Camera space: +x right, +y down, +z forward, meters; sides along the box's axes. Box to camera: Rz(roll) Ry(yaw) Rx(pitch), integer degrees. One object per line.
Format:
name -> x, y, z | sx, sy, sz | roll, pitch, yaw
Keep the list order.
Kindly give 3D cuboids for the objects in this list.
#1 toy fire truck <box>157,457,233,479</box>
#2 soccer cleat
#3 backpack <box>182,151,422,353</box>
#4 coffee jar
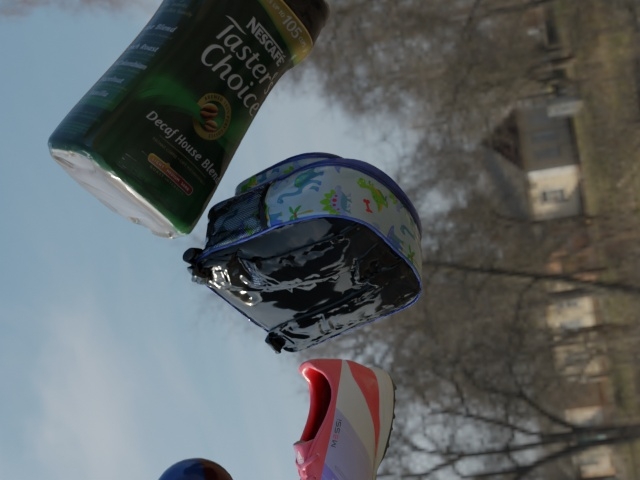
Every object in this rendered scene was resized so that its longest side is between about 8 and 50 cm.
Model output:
toy fire truck -> -0.050, 0.250, 0.572 | 0.302, 0.169, 0.254 | 175, 94, -80
soccer cleat -> 0.014, 0.290, 1.279 | 0.108, 0.116, 0.318 | -34, 44, 53
backpack -> 0.000, 0.000, 0.639 | 0.105, 0.114, 0.084 | 45, -141, -35
coffee jar -> -0.074, -0.099, 0.663 | 0.096, 0.079, 0.184 | 42, -108, -34
